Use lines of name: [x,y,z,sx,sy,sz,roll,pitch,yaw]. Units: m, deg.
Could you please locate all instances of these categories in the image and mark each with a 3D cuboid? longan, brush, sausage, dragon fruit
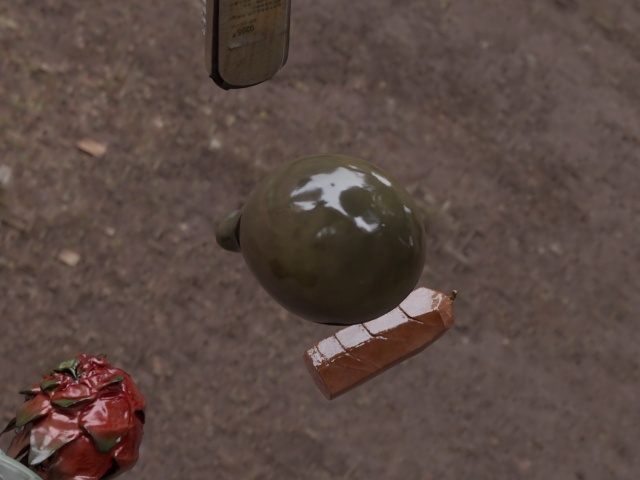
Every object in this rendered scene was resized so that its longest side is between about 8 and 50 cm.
longan: [0.000,0.000,1.504,0.204,0.185,0.159,5,64,15]
brush: [-0.059,-0.265,1.202,0.070,0.327,0.065,-13,43,-21]
sausage: [0.067,0.100,1.643,0.169,0.065,0.065,-28,62,-12]
dragon fruit: [-0.221,0.168,1.420,0.121,0.142,0.130,43,8,20]

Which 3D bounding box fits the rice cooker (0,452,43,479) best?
rice cooker: [-0.181,0.207,0.859,0.145,0.127,0.206,-35,104,-22]
